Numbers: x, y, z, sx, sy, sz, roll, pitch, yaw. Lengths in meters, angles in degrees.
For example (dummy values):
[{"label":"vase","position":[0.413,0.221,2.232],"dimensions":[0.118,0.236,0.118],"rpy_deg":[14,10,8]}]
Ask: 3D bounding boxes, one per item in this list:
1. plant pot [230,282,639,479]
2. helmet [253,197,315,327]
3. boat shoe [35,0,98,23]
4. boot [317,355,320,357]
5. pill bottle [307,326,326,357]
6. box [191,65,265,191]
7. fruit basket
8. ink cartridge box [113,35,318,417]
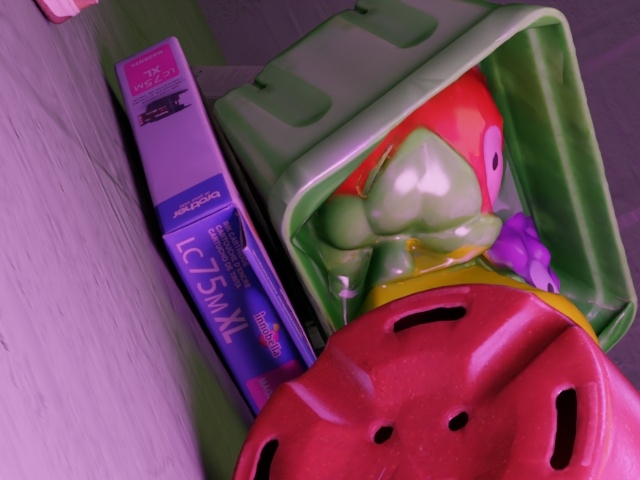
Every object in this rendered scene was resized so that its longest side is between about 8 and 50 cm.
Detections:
[{"label":"plant pot","position":[0.101,0.178,0.890],"dimensions":[0.265,0.272,0.272],"rpy_deg":[51,10,-39]},{"label":"helmet","position":[0.000,0.000,1.649],"dimensions":[0.169,0.169,0.161],"rpy_deg":[53,16,-79]},{"label":"boat shoe","position":[-0.180,-0.225,1.096],"dimensions":[0.190,0.072,0.068],"rpy_deg":[61,3,-47]},{"label":"boot","position":[0.062,0.218,1.735],"dimensions":[0.248,0.090,0.207],"rpy_deg":[42,-19,-2]},{"label":"pill bottle","position":[-0.003,0.082,1.765],"dimensions":[0.067,0.067,0.120],"rpy_deg":[64,2,21]},{"label":"box","position":[0.025,-0.069,1.739],"dimensions":[0.322,0.058,0.232],"rpy_deg":[5,-44,40]},{"label":"fruit basket","position":[0.110,0.045,1.231],"dimensions":[0.392,0.283,0.392],"rpy_deg":[49,-13,15]},{"label":"ink cartridge box","position":[-0.067,0.003,1.232],"dimensions":[0.185,0.065,0.311],"rpy_deg":[65,-1,-34]}]
